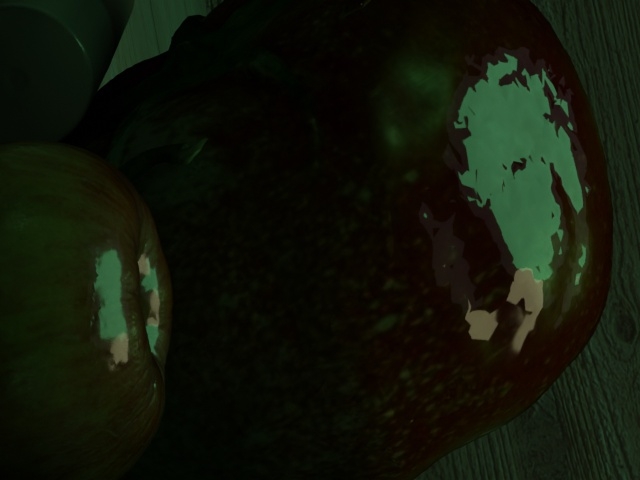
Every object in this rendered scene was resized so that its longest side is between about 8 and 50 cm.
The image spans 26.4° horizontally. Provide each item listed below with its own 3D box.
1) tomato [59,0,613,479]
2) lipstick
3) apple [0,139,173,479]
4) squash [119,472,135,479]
[{"bbox_3d":[0.000,0.000,0.680,0.239,0.303,0.303,55,9,-19],"label":"tomato"},{"bbox_3d":[-0.142,-0.113,0.724,0.254,0.070,0.070,-99,178,-71],"label":"lipstick"},{"bbox_3d":[-0.103,0.026,0.451,0.126,0.102,0.126,-6,90,-88],"label":"apple"},{"bbox_3d":[-0.068,0.152,0.810,0.118,0.118,0.370,77,0,-71],"label":"squash"}]
